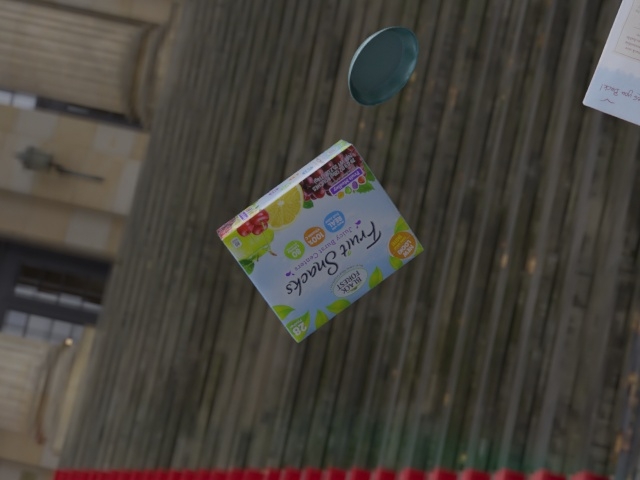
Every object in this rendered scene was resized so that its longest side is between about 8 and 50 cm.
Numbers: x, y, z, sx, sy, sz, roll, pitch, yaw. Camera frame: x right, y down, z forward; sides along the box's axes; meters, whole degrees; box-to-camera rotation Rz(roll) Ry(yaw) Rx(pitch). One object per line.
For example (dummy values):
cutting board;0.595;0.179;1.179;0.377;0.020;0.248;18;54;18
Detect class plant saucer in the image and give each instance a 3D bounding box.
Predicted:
plant saucer;0.079;-0.235;1.716;0.119;0.021;0.119;-27;-40;-25

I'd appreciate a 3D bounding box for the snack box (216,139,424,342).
snack box;0.000;0.000;1.668;0.207;0.174;0.070;-35;15;-2

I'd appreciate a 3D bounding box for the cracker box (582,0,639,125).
cracker box;0.351;-0.204;1.151;0.232;0.155;0.067;-71;-13;17
